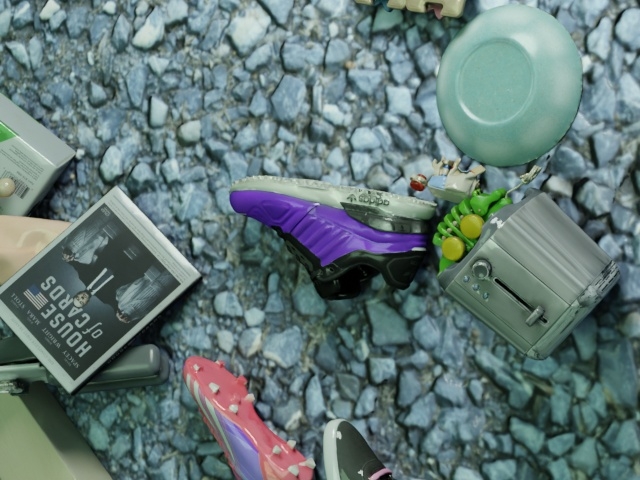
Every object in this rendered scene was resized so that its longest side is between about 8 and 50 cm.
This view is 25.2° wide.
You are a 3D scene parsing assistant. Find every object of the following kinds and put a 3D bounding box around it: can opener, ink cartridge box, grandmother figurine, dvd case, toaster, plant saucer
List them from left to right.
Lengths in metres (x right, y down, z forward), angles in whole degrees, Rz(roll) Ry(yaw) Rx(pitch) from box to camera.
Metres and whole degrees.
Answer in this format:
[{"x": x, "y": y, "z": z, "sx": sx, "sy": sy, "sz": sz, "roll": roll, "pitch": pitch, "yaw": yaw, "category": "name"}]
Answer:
[{"x": -0.479, "y": 0.013, "z": 2.030, "sx": 0.342, "sy": 0.104, "sz": 0.208, "roll": 11, "pitch": 82, "yaw": 4, "category": "grandmother figurine"}, {"x": -0.481, "y": -0.088, "z": 2.092, "sx": 0.153, "sy": 0.087, "sz": 0.208, "roll": 39, "pitch": 111, "yaw": -3, "category": "ink cartridge box"}, {"x": -0.349, "y": 0.169, "z": 1.988, "sx": 0.280, "sy": 0.074, "sz": 0.093, "roll": -3, "pitch": 67, "yaw": 14, "category": "can opener"}, {"x": -0.307, "y": 0.066, "z": 1.947, "sx": 0.238, "sy": 0.029, "sz": 0.179, "roll": -42, "pitch": 79, "yaw": -10, "category": "dvd case"}, {"x": 0.214, "y": -0.186, "z": 1.696, "sx": 0.195, "sy": 0.037, "sz": 0.195, "roll": -1, "pitch": 88, "yaw": 33, "category": "plant saucer"}, {"x": 0.237, "y": 0.036, "z": 1.584, "sx": 0.146, "sy": 0.227, "sz": 0.129, "roll": 44, "pitch": 113, "yaw": 8, "category": "toaster"}]

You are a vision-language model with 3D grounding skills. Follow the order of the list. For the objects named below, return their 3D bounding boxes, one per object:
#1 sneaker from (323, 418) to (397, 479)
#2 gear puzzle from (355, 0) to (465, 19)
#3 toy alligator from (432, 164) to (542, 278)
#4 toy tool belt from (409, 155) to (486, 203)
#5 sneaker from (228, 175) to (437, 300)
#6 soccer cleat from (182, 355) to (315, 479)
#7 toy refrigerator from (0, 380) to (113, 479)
[{"x": 0.114, "y": 0.332, "z": 1.710, "sx": 0.147, "sy": 0.104, "sz": 0.296, "roll": -29, "pitch": 79, "yaw": 28, "category": "sneaker"}, {"x": 0.145, "y": -0.441, "z": 1.753, "sx": 0.175, "sy": 0.044, "sz": 0.339, "roll": 14, "pitch": 93, "yaw": 35, "category": "gear puzzle"}, {"x": 0.184, "y": -0.033, "z": 1.688, "sx": 0.051, "sy": 0.056, "sz": 0.190, "roll": 45, "pitch": 118, "yaw": 13, "category": "toy alligator"}, {"x": 0.154, "y": -0.077, "z": 1.731, "sx": 0.083, "sy": 0.052, "sz": 0.051, "roll": 16, "pitch": 66, "yaw": 30, "category": "toy tool belt"}, {"x": 0.000, "y": 0.000, "z": 1.792, "sx": 0.293, "sy": 0.102, "sz": 0.146, "roll": 10, "pitch": 94, "yaw": 33, "category": "sneaker"}, {"x": -0.109, "y": 0.254, "z": 1.872, "sx": 0.248, "sy": 0.083, "sz": 0.095, "roll": 44, "pitch": 116, "yaw": 24, "category": "soccer cleat"}, {"x": -0.407, "y": 0.298, "z": 2.061, "sx": 0.102, "sy": 0.094, "sz": 0.269, "roll": -49, "pitch": 64, "yaw": 14, "category": "toy refrigerator"}]
